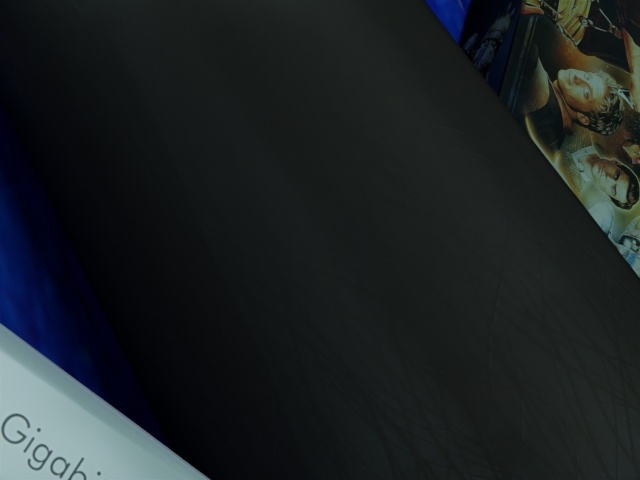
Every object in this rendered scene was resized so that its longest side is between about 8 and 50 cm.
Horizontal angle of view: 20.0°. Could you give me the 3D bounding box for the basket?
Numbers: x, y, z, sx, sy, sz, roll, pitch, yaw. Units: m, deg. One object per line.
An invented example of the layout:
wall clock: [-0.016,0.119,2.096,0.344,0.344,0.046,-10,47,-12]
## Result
basket: [0.000,0.000,0.581,0.154,0.204,0.227,-28,85,-31]

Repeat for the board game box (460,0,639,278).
board game box: [0.126,-0.031,0.758,0.165,0.042,0.243,29,64,-27]

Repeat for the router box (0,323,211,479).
router box: [-0.214,0.109,0.428,0.335,0.082,0.301,40,69,-21]
